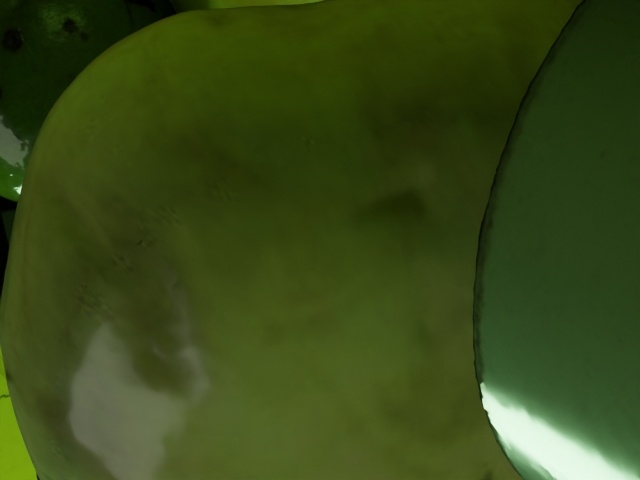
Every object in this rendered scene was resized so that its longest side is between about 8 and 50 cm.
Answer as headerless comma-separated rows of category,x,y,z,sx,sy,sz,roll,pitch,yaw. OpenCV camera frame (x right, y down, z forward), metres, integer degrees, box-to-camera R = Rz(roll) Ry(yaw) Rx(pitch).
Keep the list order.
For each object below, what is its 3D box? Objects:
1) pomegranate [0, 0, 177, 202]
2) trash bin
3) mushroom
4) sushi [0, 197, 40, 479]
pomegranate,-0.183,-0.097,0.958,0.202,0.202,0.247,32,142,32
trash bin,0.272,0.058,0.317,0.432,0.280,0.280,27,152,47
mushroom,0.016,0.007,0.638,0.353,0.353,0.325,35,-176,26
sushi,-0.192,0.048,1.132,0.343,0.064,0.359,-43,-61,-83
